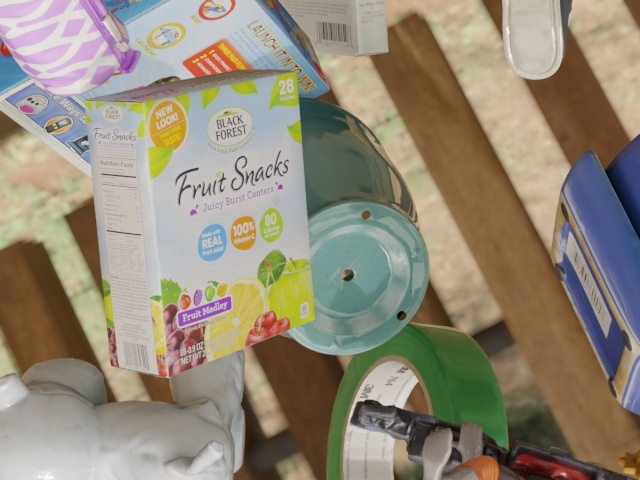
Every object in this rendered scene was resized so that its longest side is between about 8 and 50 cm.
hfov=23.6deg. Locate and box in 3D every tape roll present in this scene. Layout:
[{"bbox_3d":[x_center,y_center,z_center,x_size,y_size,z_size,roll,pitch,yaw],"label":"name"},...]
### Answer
[{"bbox_3d":[0.110,0.260,1.844,0.077,0.321,0.321,8,155,-26],"label":"tape roll"}]

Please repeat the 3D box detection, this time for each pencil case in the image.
[{"bbox_3d":[-0.200,-0.184,1.078,0.088,0.086,0.206,13,156,24],"label":"pencil case"}]

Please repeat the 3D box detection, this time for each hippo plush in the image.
[{"bbox_3d":[-0.197,0.223,1.440,0.236,0.234,0.294,2,-160,1],"label":"hippo plush"}]

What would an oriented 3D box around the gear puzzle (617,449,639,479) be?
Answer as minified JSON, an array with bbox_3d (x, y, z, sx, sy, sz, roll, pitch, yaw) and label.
[{"bbox_3d":[0.533,0.320,1.930,0.339,0.044,0.175,19,-161,40],"label":"gear puzzle"}]

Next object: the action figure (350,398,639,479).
[{"bbox_3d":[0.164,0.272,1.519,0.341,0.179,0.330,16,169,16],"label":"action figure"}]

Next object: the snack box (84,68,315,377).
[{"bbox_3d":[-0.088,-0.019,1.173,0.070,0.207,0.174,5,-164,39],"label":"snack box"}]

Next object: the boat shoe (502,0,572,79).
[{"bbox_3d":[0.247,-0.308,1.706,0.095,0.255,0.079,1,-148,15],"label":"boat shoe"}]

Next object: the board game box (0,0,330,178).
[{"bbox_3d":[-0.186,-0.199,1.764,0.302,0.086,0.308,-27,152,11],"label":"board game box"}]

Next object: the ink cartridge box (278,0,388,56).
[{"bbox_3d":[-0.019,-0.378,2.070,0.060,0.239,0.275,-13,-162,-34],"label":"ink cartridge box"}]

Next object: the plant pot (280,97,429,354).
[{"bbox_3d":[0.000,0.000,1.756,0.271,0.272,0.255,-25,-153,-9],"label":"plant pot"}]

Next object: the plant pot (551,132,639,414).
[{"bbox_3d":[0.336,0.017,1.372,0.212,0.236,0.236,-21,158,-3],"label":"plant pot"}]
